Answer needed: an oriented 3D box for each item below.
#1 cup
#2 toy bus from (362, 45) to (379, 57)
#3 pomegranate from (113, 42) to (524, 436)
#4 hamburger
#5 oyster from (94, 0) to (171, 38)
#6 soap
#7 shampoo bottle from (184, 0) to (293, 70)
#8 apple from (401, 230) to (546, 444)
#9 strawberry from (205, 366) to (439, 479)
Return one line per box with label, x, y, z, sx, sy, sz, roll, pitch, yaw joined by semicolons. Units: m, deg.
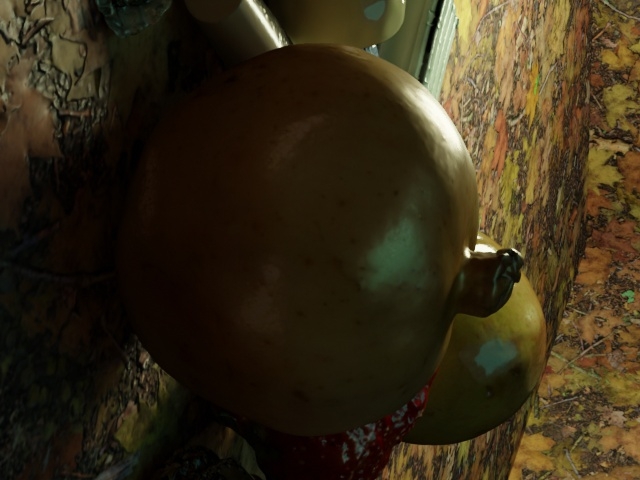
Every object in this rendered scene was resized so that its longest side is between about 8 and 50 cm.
cup;0.032;-0.365;1.513;0.255;0.173;0.202;-53;148;-50
toy bus;0.056;-0.249;1.817;0.065;0.047;0.166;-62;152;-30
pomegranate;0.000;0.000;1.269;0.411;0.411;0.412;10;90;-70
hamburger;-0.143;0.349;1.470;0.231;0.106;0.231;-42;138;-53
oyster;-0.182;-0.249;1.208;0.100;0.037;0.098;-44;124;-27
soap;0.139;-0.272;1.978;0.150;0.094;0.261;60;42;-68
shampoo bottle;-0.069;-0.207;1.415;0.078;0.127;0.257;-37;150;4
apple;0.146;0.142;1.844;0.305;0.338;0.339;-24;123;-46
strawberry;0.016;0.169;1.549;0.277;0.257;0.257;-36;154;2
